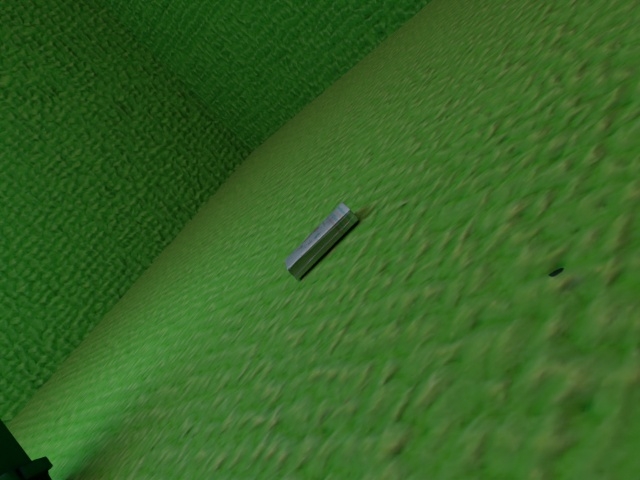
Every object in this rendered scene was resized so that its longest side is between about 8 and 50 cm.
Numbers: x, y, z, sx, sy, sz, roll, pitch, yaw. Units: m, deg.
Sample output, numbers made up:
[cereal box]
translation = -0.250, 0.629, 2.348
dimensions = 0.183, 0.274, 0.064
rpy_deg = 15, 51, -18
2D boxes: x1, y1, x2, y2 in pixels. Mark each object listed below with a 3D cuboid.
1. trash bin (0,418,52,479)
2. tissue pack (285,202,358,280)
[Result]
[trash bin]
translation = -0.545, 0.252, 0.808
dimensions = 0.259, 0.381, 0.295
rpy_deg = -34, -5, -15
[tissue pack]
translation = 0.000, 0.000, 0.817
dimensions = 0.108, 0.023, 0.056
rpy_deg = -44, 14, 5
